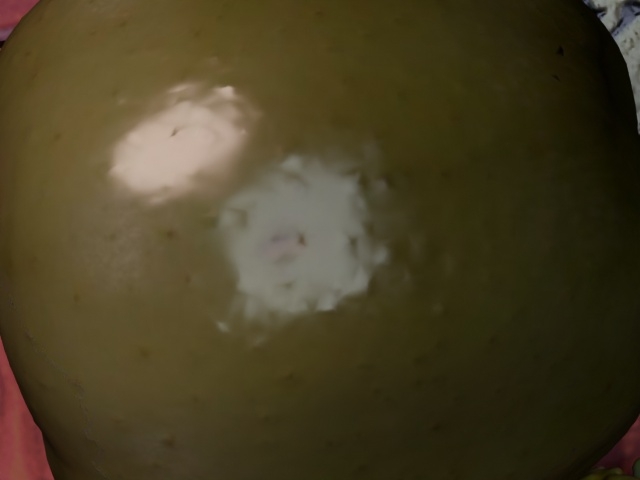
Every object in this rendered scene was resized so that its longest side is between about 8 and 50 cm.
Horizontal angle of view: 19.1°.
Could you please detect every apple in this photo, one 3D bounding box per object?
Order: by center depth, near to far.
[{"bbox_3d":[0.000,0.000,1.211,0.474,0.473,0.473,0,87,-7],"label":"apple"}]

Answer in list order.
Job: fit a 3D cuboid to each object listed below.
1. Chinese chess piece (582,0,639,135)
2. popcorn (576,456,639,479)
[{"bbox_3d":[0.181,-0.145,1.413,0.188,0.083,0.188,0,96,-5],"label":"Chinese chess piece"},{"bbox_3d":[0.234,0.264,1.353,0.184,0.204,0.221,-30,106,-7],"label":"popcorn"}]
